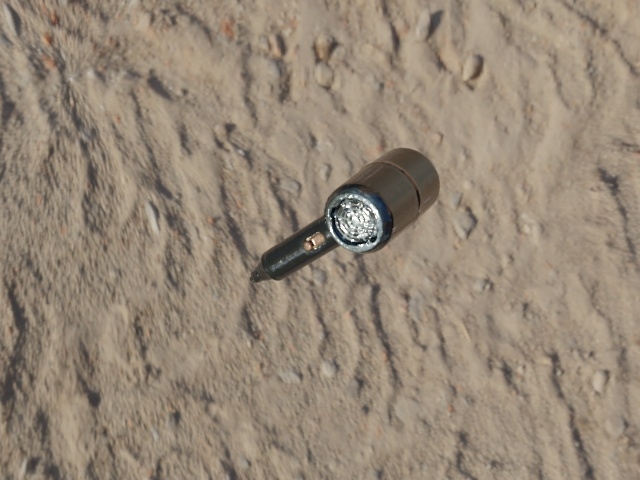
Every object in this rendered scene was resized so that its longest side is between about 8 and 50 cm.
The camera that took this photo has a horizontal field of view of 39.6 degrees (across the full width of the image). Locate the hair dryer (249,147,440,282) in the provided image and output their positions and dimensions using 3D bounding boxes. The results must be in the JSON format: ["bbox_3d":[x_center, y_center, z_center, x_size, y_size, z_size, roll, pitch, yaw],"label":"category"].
[{"bbox_3d":[0.000,0.000,1.303,0.352,0.189,0.107,-33,93,36],"label":"hair dryer"}]
